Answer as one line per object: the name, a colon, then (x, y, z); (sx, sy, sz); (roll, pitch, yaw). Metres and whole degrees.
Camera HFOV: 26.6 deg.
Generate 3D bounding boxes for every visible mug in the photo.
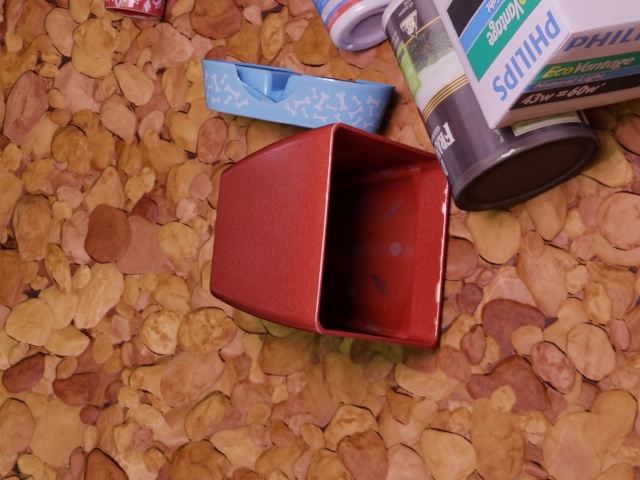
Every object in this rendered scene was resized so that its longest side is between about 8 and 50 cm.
mug: (-0.284, -0.439, 2.141); (0.113, 0.150, 0.169); (8, 90, -9)

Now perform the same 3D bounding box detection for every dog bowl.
dog bowl: (-0.039, -0.206, 1.938); (0.297, 0.166, 0.074); (13, 100, 28)

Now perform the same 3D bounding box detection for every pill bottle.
pill bottle: (0.031, -0.395, 1.945); (0.124, 0.124, 0.221); (-32, 70, 19)

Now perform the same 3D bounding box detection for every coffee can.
coffee can: (0.221, -0.204, 1.776); (0.201, 0.201, 0.275); (-28, 70, 21)

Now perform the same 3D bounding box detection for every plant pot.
plant pot: (0.000, 0.000, 1.840); (0.236, 0.267, 0.267); (0, 82, 40)

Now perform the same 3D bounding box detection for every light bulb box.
light bulb box: (0.327, -0.364, 1.638); (0.225, 0.358, 0.361); (124, 130, -60)
